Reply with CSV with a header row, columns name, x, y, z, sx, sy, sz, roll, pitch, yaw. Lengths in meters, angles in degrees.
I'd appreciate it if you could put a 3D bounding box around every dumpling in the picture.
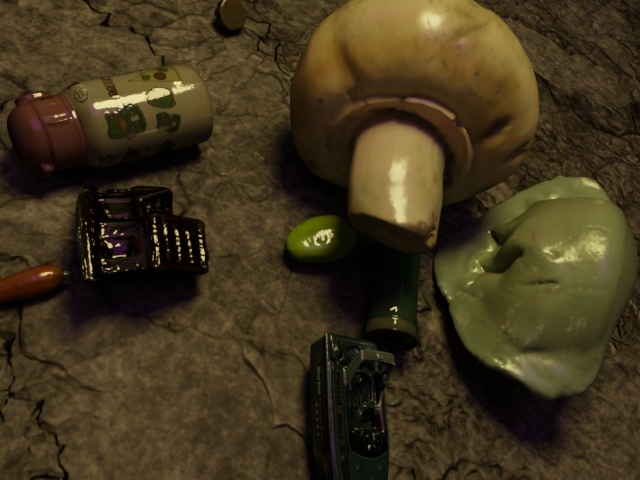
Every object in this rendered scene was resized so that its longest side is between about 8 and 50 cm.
name,x,y,z,sx,sy,sz,roll,pitch,yaw
dumpling,0.330,0.065,0.795,0.211,0.270,0.320,58,30,-8

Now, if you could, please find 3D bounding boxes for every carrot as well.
name,x,y,z,sx,sy,sz,roll,pitch,yaw
carrot,-0.361,0.055,0.619,0.142,0.035,0.035,-14,66,-23

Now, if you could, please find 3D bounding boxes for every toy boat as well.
name,x,y,z,sx,sy,sz,roll,pitch,yaw
toy boat,0.041,0.224,0.632,0.093,0.103,0.246,19,56,-39

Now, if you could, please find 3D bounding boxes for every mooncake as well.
name,x,y,z,sx,sy,sz,roll,pitch,yaw
mooncake,-0.192,-0.553,0.963,0.150,0.057,0.346,12,73,-44

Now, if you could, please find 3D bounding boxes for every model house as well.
name,x,y,z,sx,sy,sz,roll,pitch,yaw
model house,-0.218,-0.013,0.670,0.152,0.106,0.165,-4,66,-21

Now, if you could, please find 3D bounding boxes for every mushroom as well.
name,x,y,z,sx,sy,sz,roll,pitch,yaw
mushroom,0.115,-0.166,0.791,0.353,0.353,0.325,-21,26,-30

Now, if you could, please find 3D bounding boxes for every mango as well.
name,x,y,z,sx,sy,sz,roll,pitch,yaw
mango,0.000,0.000,0.778,0.108,0.056,0.073,-16,61,-26

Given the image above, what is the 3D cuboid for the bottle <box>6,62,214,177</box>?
name,x,y,z,sx,sy,sz,roll,pitch,yaw
bottle,-0.282,-0.164,0.731,0.253,0.120,0.120,-21,70,-32

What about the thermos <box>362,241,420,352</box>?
name,x,y,z,sx,sy,sz,roll,pitch,yaw
thermos,0.102,0.060,0.775,0.083,0.073,0.187,6,54,7
